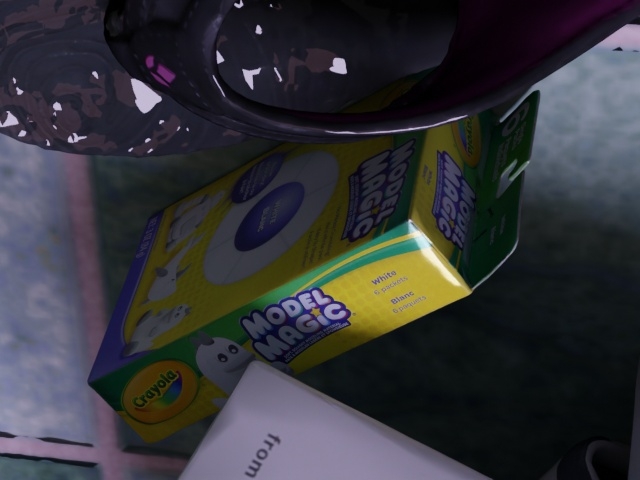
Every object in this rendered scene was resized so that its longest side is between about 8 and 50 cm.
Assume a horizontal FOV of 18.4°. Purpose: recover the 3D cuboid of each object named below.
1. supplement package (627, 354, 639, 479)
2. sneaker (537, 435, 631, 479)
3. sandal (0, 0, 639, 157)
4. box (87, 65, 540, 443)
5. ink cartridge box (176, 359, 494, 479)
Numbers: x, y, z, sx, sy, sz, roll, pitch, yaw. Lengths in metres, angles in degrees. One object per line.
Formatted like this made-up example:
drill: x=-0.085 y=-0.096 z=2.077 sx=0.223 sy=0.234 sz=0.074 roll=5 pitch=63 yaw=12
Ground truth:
supplement package: x=0.252 y=0.107 z=0.745 sx=0.244 sy=0.134 sz=0.139 roll=33 pitch=129 yaw=-14
sneaker: x=0.198 y=0.167 z=0.833 sx=0.258 sy=0.094 sz=0.091 roll=24 pitch=135 yaw=-6
sandal: x=0.052 y=-0.114 z=0.630 sx=0.446 sy=0.107 sz=0.167 roll=-14 pitch=124 yaw=22
box: x=0.000 y=0.000 z=0.737 sx=0.179 sy=0.105 sz=0.043 roll=-26 pitch=120 yaw=29
ink cartridge box: x=0.114 y=0.234 z=0.724 sx=0.384 sy=0.160 sz=0.279 roll=26 pitch=159 yaw=15
